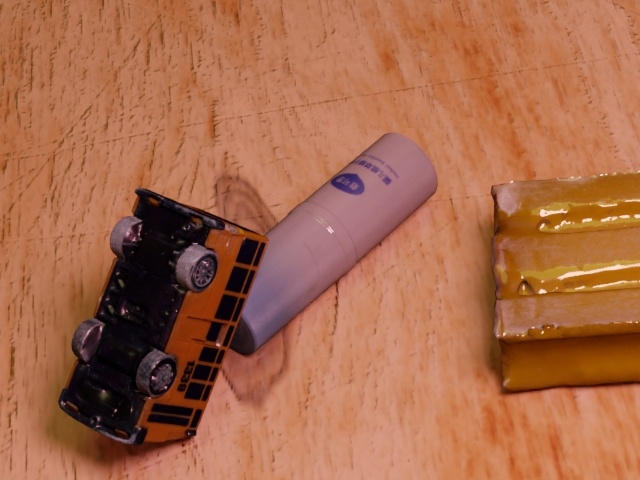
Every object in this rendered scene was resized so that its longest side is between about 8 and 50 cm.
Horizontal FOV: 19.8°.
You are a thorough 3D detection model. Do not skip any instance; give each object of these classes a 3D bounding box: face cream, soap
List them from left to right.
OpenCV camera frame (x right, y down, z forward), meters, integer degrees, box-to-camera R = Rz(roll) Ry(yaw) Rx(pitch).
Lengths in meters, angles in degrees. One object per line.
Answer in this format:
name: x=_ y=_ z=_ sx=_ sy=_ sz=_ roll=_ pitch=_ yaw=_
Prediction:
face cream: x=0.000 y=0.000 z=1.673 sx=0.077 sy=0.077 sz=0.250 roll=27 pitch=56 yaw=35
soap: x=0.304 y=0.028 z=1.566 sx=0.314 sy=0.091 sz=0.199 roll=-5 pitch=43 yaw=6

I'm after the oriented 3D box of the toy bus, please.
toy bus: x=-0.132 y=0.069 z=1.549 sx=0.098 sy=0.114 sz=0.201 roll=23 pitch=93 yaw=32
